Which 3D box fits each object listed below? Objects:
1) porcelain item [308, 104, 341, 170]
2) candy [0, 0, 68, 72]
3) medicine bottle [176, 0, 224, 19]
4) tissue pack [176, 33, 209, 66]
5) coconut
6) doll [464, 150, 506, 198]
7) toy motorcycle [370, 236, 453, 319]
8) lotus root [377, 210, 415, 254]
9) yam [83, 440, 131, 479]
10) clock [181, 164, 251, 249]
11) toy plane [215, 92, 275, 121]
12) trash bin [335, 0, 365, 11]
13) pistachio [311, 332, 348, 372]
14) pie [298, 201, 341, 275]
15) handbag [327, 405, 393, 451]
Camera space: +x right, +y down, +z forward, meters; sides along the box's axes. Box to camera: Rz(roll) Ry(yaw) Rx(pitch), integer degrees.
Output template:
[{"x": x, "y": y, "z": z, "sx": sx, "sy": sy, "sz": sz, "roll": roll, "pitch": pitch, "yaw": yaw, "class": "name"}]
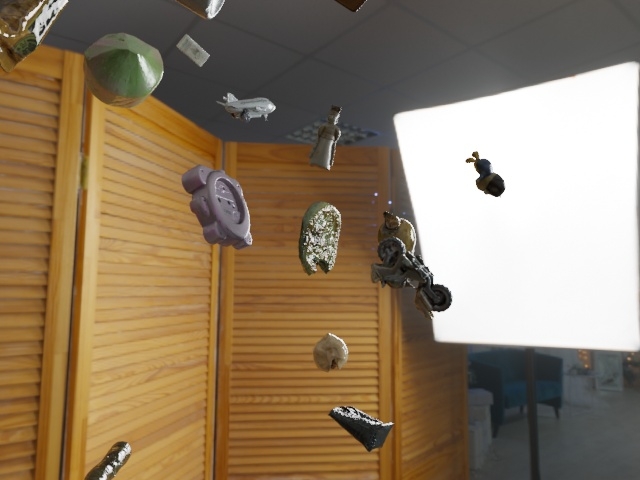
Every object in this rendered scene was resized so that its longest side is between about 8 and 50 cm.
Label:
[{"x": 0.022, "y": -0.347, "z": 1.511, "sx": 0.084, "sy": 0.213, "sz": 0.054, "roll": 16, "pitch": 0, "yaw": -9, "class": "porcelain item"}, {"x": -0.634, "y": -0.491, "z": 0.968, "sx": 0.101, "sy": 0.271, "sz": 0.143, "roll": 19, "pitch": -17, "yaw": -11, "class": "candy"}, {"x": -0.382, "y": -0.638, "z": 1.003, "sx": 0.351, "sy": 0.110, "sz": 0.110, "roll": 30, "pitch": -11, "yaw": -8, "class": "medicine bottle"}, {"x": -0.445, "y": -0.664, "z": 1.577, "sx": 0.023, "sy": 0.056, "sz": 0.108, "roll": 48, "pitch": 10, "yaw": 35, "class": "tissue pack"}, {"x": -0.583, "y": -0.504, "z": 1.330, "sx": 0.235, "sy": 0.205, "sz": 0.236, "roll": -3, "pitch": -7, "yaw": 0, "class": "coconut"}, {"x": 0.542, "y": -0.210, "z": 1.483, "sx": 0.102, "sy": 0.179, "sz": 0.089, "roll": -42, "pitch": 4, "yaw": -33, "class": "doll"}, {"x": 0.213, "y": 0.102, "z": 1.115, "sx": 0.130, "sy": 0.229, "sz": 0.094, "roll": -49, "pitch": -15, "yaw": 20, "class": "toy motorcycle"}, {"x": 0.257, "y": -0.007, "z": 1.532, "sx": 0.125, "sy": 0.221, "sz": 0.118, "roll": -24, "pitch": 39, "yaw": -14, "class": "lotus root"}, {"x": -0.525, "y": 0.563, "z": 1.094, "sx": 0.061, "sy": 0.061, "sz": 0.253, "roll": 1, "pitch": -2, "yaw": -6, "class": "yam"}, {"x": -0.399, "y": -0.126, "z": 1.803, "sx": 0.113, "sy": 0.322, "sz": 0.295, "roll": -24, "pitch": -17, "yaw": 20, "class": "clock"}, {"x": -0.297, "y": -0.550, "z": 1.876, "sx": 0.255, "sy": 0.101, "sz": 0.251, "roll": -8, "pitch": 27, "yaw": -43, "class": "toy plane"}, {"x": 0.129, "y": -0.847, "z": 1.355, "sx": 0.115, "sy": 0.226, "sz": 0.165, "roll": 24, "pitch": -7, "yaw": -18, "class": "trash bin"}, {"x": 0.039, "y": 0.472, "z": 1.887, "sx": 0.157, "sy": 0.157, "sz": 0.229, "roll": 0, "pitch": -22, "yaw": 1, "class": "pistachio"}, {"x": 0.001, "y": -0.008, "z": 1.782, "sx": 0.066, "sy": 0.303, "sz": 0.302, "roll": 9, "pitch": 0, "yaw": 32, "class": "pie"}, {"x": 0.132, "y": 0.596, "z": 1.465, "sx": 0.175, "sy": 0.089, "sz": 0.270, "roll": 24, "pitch": -9, "yaw": 27, "class": "handbag"}]
